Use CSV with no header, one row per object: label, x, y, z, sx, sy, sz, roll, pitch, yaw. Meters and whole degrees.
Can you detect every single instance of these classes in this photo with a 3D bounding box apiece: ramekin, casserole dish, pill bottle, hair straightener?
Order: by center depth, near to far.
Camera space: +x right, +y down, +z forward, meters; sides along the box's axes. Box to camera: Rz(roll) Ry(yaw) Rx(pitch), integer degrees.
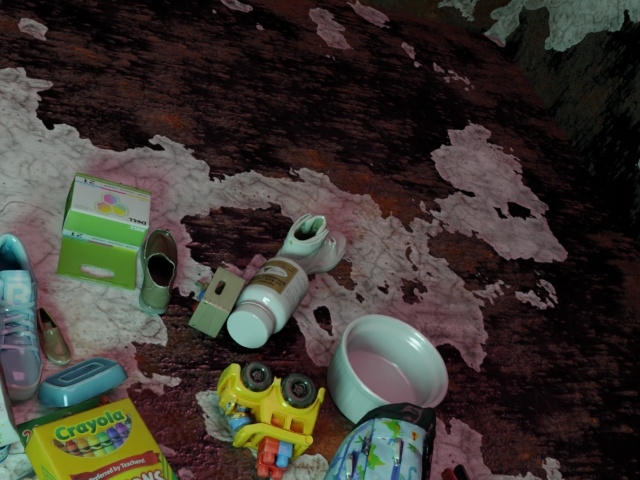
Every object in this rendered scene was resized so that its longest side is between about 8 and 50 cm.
casserole dish,-0.471,0.275,1.781,0.114,0.037,0.188,8,19,39
hair straightener,0.365,0.605,2.023,0.089,0.047,0.230,-8,52,-39
ramekin,0.149,0.322,2.123,0.277,0.135,0.277,18,39,-15
pill bottle,-0.126,0.148,2.131,0.131,0.131,0.229,33,37,3

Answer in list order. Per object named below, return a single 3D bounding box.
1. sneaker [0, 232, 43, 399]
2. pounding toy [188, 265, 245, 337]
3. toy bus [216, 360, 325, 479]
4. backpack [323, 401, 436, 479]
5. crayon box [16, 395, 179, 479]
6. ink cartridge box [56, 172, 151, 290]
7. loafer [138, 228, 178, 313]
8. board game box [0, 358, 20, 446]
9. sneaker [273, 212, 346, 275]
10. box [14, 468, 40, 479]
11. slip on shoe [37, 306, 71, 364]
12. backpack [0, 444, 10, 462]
sneaker,-0.624,0.137,1.789,0.135,0.150,0.366,-1,48,-34
pounding toy,-0.250,0.131,2.084,0.100,0.130,0.141,28,46,-5
toy bus,-0.118,0.384,1.885,0.220,0.149,0.212,19,55,-12
backpack,0.097,0.527,1.770,0.273,0.290,0.356,11,48,-12
crayon box,-0.385,0.410,1.602,0.202,0.081,0.318,-14,56,-43
ink cartridge box,-0.499,-0.021,2.095,0.188,0.097,0.255,15,40,-21
loafer,-0.368,0.057,2.103,0.094,0.087,0.251,14,41,-21
board game box,-0.695,0.281,1.537,0.303,0.098,0.224,-17,55,-15
sneaker,0.000,0.000,2.355,0.108,0.169,0.292,42,37,17
box,-0.462,0.442,1.631,0.100,0.060,0.244,43,38,15
slip on shoe,-0.554,0.196,1.859,0.051,0.041,0.135,-9,53,-41
backpack,-0.608,0.352,1.612,0.105,0.084,0.114,-3,45,-31
